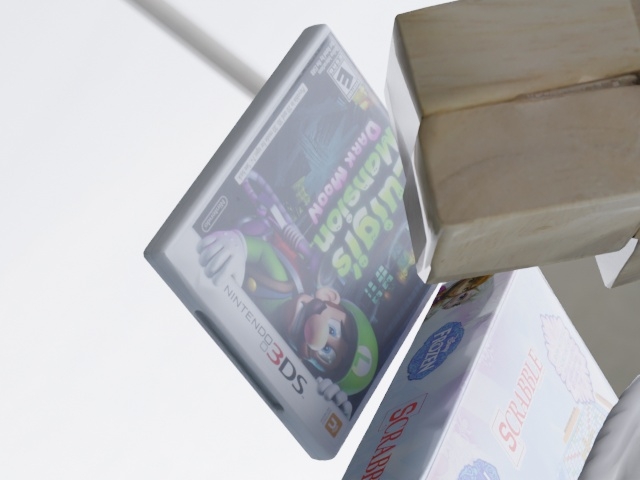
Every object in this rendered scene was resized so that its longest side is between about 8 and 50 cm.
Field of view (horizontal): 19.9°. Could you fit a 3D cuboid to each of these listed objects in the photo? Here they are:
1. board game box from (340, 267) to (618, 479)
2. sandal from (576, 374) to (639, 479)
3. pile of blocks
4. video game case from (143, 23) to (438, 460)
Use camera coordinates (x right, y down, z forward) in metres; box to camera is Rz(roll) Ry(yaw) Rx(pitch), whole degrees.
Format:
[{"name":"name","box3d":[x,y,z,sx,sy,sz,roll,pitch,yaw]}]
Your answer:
[{"name":"board game box","box3d":[0.138,0.202,0.995,0.066,0.318,0.318,-27,-168,24]},{"name":"sandal","box3d":[0.107,0.165,0.676,0.102,0.076,0.265,87,28,-52]},{"name":"pile of blocks","box3d":[0.116,-0.136,0.401,0.362,0.149,0.112,-50,171,-13]},{"name":"video game case","box3d":[0.000,0.000,1.053,0.022,0.173,0.190,-5,-138,44]}]
